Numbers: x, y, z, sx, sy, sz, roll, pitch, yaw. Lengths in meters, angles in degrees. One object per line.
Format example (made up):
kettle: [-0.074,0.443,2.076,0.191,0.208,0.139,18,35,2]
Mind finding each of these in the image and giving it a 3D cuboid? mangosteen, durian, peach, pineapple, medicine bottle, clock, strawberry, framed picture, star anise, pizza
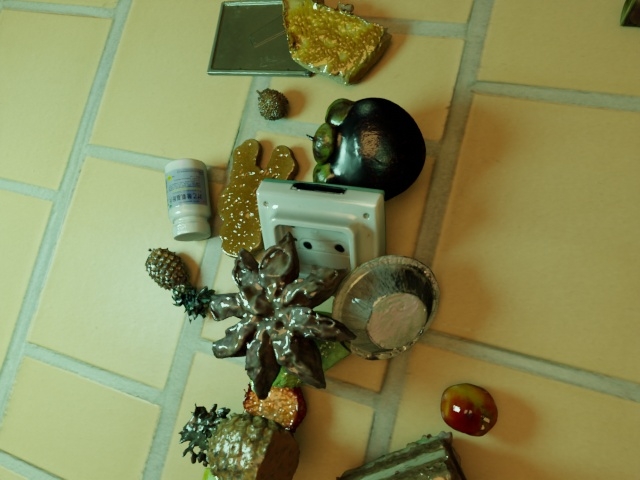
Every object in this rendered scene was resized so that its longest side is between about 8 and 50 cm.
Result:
mangosteen: [0.092,-0.189,1.047,0.243,0.243,0.242,-3,80,16]
durian: [-0.120,-0.331,1.208,0.091,0.080,0.080,35,92,-24]
peach: [0.286,0.326,0.969,0.101,0.101,0.100,-3,80,16]
pineapple: [-0.181,0.400,0.997,0.279,0.158,0.157,10,83,39]
medicine bottle: [-0.322,-0.097,1.217,0.103,0.103,0.186,-11,77,15]
durian: [-0.038,0.224,1.054,0.251,0.101,0.139,-17,48,-11]
pineapple: [-0.343,0.093,1.201,0.221,0.083,0.103,44,95,16]
clock: [0.000,0.000,1.037,0.263,0.231,0.116,7,41,17]
strawberry: [-0.099,0.358,1.078,0.145,0.086,0.144,-3,81,18]
framed picture: [-0.144,-0.522,1.284,0.290,0.016,0.212,7,82,18]
star anise: [-0.089,0.144,0.955,0.332,0.118,0.331,-6,77,26]
pizza: [0.009,-0.494,1.195,0.297,0.071,0.189,33,92,9]

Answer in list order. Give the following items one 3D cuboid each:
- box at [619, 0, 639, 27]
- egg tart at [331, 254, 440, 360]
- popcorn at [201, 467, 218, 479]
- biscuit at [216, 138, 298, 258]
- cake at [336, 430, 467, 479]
box: [0.721,-0.464,0.938,0.240,0.159,0.071,14,87,17]
egg tart: [0.137,0.140,0.988,0.235,0.094,0.233,-5,109,-14]
popcorn: [-0.199,0.552,1.024,0.198,0.213,0.197,-7,81,54]
biscuit: [-0.161,-0.097,1.201,0.186,0.044,0.294,17,85,22]
cake: [0.170,0.516,0.863,0.256,0.290,0.281,-26,75,12]
